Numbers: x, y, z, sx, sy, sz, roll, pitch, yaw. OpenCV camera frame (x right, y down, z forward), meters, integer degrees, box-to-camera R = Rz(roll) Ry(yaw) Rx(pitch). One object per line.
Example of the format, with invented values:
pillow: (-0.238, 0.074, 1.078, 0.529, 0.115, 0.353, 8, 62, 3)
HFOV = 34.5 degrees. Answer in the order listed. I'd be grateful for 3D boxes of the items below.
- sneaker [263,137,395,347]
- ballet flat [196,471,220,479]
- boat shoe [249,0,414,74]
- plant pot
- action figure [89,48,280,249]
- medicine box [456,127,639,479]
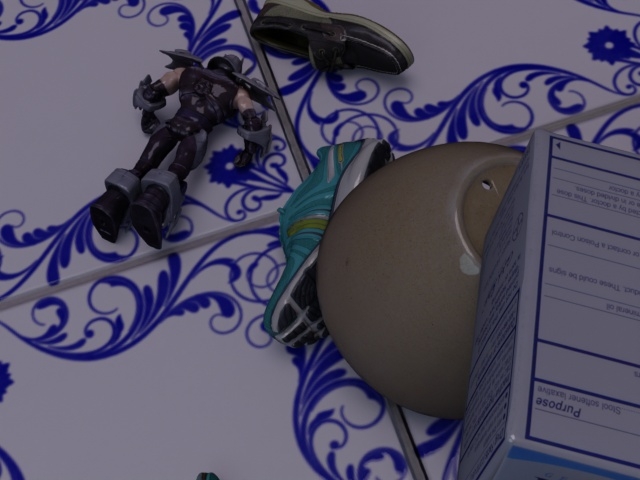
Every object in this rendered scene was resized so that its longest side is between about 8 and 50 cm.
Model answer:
sneaker: (0.000, 0.000, 1.158, 0.110, 0.107, 0.275, 4, 54, 31)
ballet flat: (-0.098, 0.316, 0.994, 0.070, 0.070, 0.188, -24, 57, -7)
boat shoe: (0.010, -0.245, 1.295, 0.224, 0.080, 0.073, 26, 72, 25)
plant pot: (0.156, 0.015, 1.009, 0.284, 0.191, 0.284, 6, 67, -14)
action figure: (-0.164, -0.124, 1.236, 0.185, 0.099, 0.285, 17, 60, 23)
medicine box: (0.254, 0.091, 0.765, 0.264, 0.149, 0.289, 15, 52, 0)
